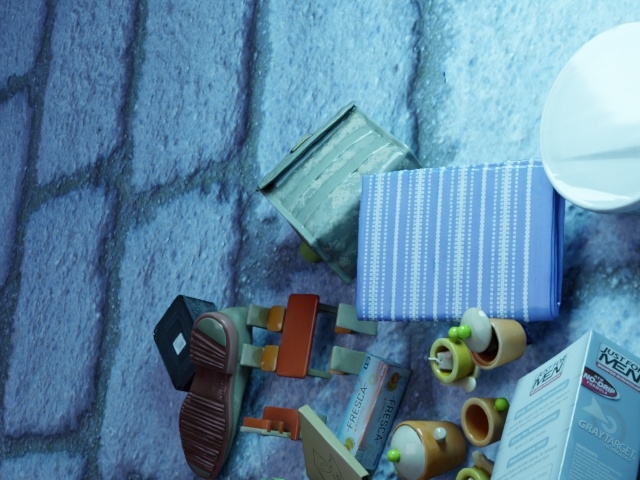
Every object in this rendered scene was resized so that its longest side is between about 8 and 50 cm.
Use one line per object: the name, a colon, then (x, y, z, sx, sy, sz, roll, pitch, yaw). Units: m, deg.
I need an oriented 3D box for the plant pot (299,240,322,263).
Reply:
plant pot: (0.000, 0.000, 2.174, 0.079, 0.083, 0.083, -50, 43, 43)

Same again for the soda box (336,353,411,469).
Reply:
soda box: (0.084, 0.287, 1.978, 0.063, 0.058, 0.183, 24, 95, 51)

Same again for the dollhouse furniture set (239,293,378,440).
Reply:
dollhouse furniture set: (-0.048, 0.221, 2.095, 0.262, 0.135, 0.259, -3, 74, 49)

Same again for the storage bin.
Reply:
storage bin: (-0.252, 0.210, 2.380, 0.122, 0.084, 0.180, -53, 42, 22)

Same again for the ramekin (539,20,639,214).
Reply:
ramekin: (0.449, -0.157, 1.658, 0.273, 0.127, 0.272, -21, 61, 43)

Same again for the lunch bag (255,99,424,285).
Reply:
lunch bag: (0.030, -0.106, 2.058, 0.235, 0.169, 0.287, -43, 42, -1)

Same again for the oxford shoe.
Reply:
oxford shoe: (-0.179, 0.291, 2.256, 0.123, 0.130, 0.348, 22, 112, 28)

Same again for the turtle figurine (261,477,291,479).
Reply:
turtle figurine: (-0.108, 0.535, 2.003, 0.275, 0.198, 0.266, 0, 78, 45)

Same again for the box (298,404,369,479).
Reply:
box: (0.026, 0.389, 1.966, 0.201, 0.021, 0.164, 43, 147, 48)

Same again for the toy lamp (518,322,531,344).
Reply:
toy lamp: (0.303, 0.018, 1.805, 0.080, 0.080, 0.274, -5, 74, 49)

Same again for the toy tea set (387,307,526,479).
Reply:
toy tea set: (0.191, 0.249, 1.752, 0.200, 0.124, 0.336, 29, 118, 53)

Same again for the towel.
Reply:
towel: (0.209, 0.004, 1.805, 0.336, 0.040, 0.243, -2, 80, 31)

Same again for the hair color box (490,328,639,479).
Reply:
hair color box: (0.304, 0.317, 1.512, 0.185, 0.114, 0.374, -48, 15, 50)
